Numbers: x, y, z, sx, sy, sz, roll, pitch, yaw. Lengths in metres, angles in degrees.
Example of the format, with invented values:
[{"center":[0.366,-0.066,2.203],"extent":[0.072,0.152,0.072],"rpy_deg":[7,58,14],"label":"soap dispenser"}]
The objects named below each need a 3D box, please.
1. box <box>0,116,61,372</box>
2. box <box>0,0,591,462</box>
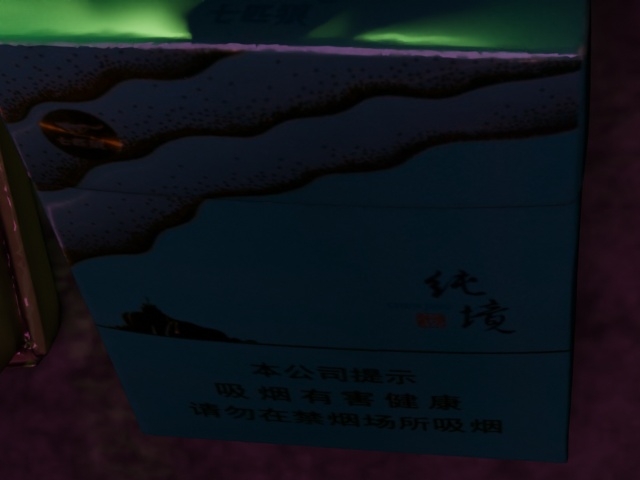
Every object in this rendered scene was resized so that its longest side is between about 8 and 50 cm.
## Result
[{"center":[-0.221,-0.040,0.553],"extent":[0.215,0.086,0.215],"rpy_deg":[-5,112,11],"label":"box"},{"center":[0.000,0.000,0.493],"extent":[0.161,0.042,0.226],"rpy_deg":[2,147,8],"label":"box"}]
